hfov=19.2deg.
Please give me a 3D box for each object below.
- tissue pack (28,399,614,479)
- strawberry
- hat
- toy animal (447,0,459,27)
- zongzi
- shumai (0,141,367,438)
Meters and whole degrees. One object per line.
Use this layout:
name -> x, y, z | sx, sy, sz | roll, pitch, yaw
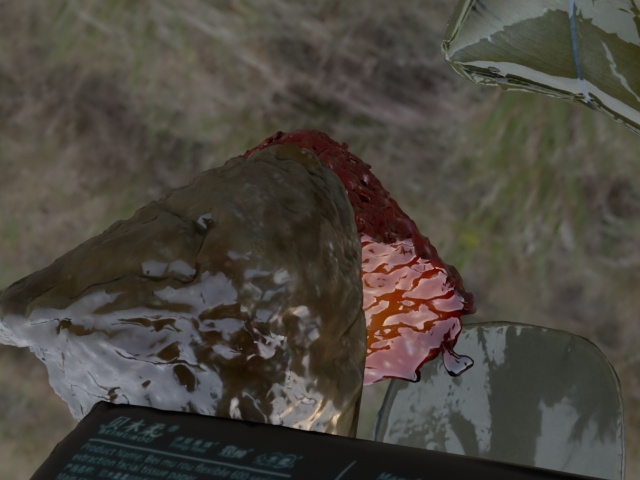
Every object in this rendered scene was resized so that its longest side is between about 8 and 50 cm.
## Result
tissue pack -> 0.030, 0.240, 0.770 | 0.417, 0.264, 0.253 | 5, 135, 37
strawberry -> 0.000, 0.000, 1.384 | 0.234, 0.178, 0.234 | 0, 143, 0
hat -> 0.151, 0.199, 1.455 | 0.214, 0.244, 0.149 | 8, 158, 23
toy animal -> 0.206, -0.169, 1.278 | 0.253, 0.079, 0.070 | -11, 171, 17
zongzi -> 0.206, -0.154, 1.019 | 0.256, 0.115, 0.228 | 31, 121, 25
shumai -> -0.045, 0.107, 1.114 | 0.283, 0.217, 0.346 | 60, 158, 1
